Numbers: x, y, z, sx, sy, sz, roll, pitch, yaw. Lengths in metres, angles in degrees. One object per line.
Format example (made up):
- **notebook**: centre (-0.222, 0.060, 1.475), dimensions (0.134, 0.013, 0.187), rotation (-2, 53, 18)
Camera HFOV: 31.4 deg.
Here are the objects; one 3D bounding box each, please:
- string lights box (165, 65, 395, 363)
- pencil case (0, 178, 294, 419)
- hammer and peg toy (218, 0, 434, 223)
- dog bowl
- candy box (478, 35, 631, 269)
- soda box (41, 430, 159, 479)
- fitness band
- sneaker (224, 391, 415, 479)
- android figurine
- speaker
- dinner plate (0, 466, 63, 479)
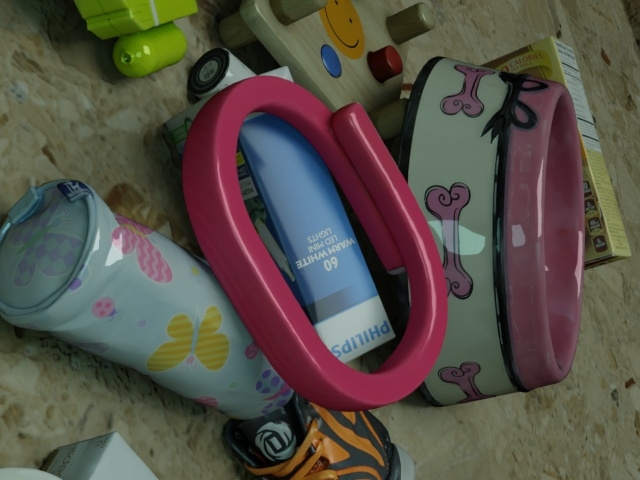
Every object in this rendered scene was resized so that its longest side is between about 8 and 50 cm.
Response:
- **string lights box**: centre (-0.039, -0.013, 1.038), dimensions (0.077, 0.133, 0.260), rotation (-24, 94, -29)
- **pencil case**: centre (-0.128, 0.053, 0.894), dimensions (0.273, 0.113, 0.124), rotation (34, 2, -44)
- **hammer and peg toy**: centre (0.046, -0.204, 1.305), dimensions (0.361, 0.127, 0.266), rotation (49, 37, -32)
- **dog bowl**: centre (0.209, -0.009, 1.305), dimensions (0.408, 0.150, 0.408), rotation (1, 90, -69)
- **candy box**: centre (0.298, -0.103, 1.596), dimensions (0.087, 0.183, 0.316), rotation (4, 69, -58)
- **soda box**: centre (-0.124, 0.243, 0.832), dimensions (0.216, 0.069, 0.074), rotation (56, 33, -24)
- **fitness band**: centre (0.000, 0.000, 0.927), dimensions (0.209, 0.054, 0.291), rotation (-43, 107, -44)
- **sneaker**: centre (-0.019, 0.237, 0.975), dimensions (0.180, 0.124, 0.321), rotation (53, 24, -20)
- **android figurine**: centre (-0.175, -0.268, 1.001), dimensions (0.273, 0.056, 0.248), rotation (-56, 134, -68)
- **speaker**: centre (-0.069, -0.137, 1.153), dimensions (0.136, 0.055, 0.055), rotation (36, 45, -44)
- **dinner plate**: centre (-0.198, 0.214, 0.713), dimensions (0.141, 0.017, 0.141), rotation (-4, 97, -33)
